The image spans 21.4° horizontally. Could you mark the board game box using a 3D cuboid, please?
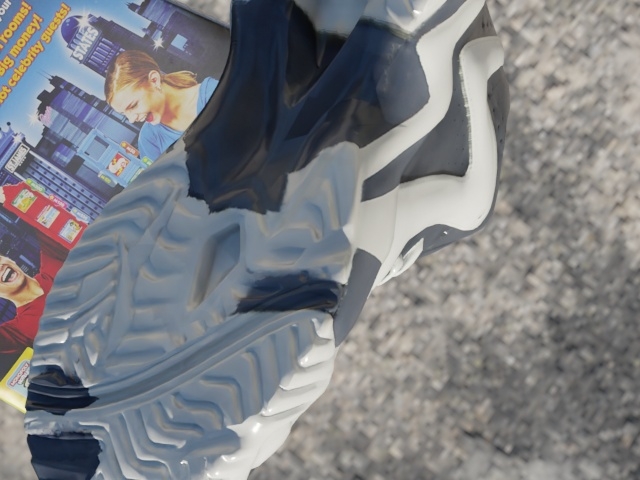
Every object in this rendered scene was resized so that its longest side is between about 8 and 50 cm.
[{"bbox_3d":[-0.139,-0.056,0.705,0.194,0.194,0.060,37,178,-27],"label":"board game box"}]

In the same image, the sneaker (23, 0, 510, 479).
[{"bbox_3d":[0.000,0.000,0.568,0.094,0.235,0.153,14,170,25],"label":"sneaker"}]
